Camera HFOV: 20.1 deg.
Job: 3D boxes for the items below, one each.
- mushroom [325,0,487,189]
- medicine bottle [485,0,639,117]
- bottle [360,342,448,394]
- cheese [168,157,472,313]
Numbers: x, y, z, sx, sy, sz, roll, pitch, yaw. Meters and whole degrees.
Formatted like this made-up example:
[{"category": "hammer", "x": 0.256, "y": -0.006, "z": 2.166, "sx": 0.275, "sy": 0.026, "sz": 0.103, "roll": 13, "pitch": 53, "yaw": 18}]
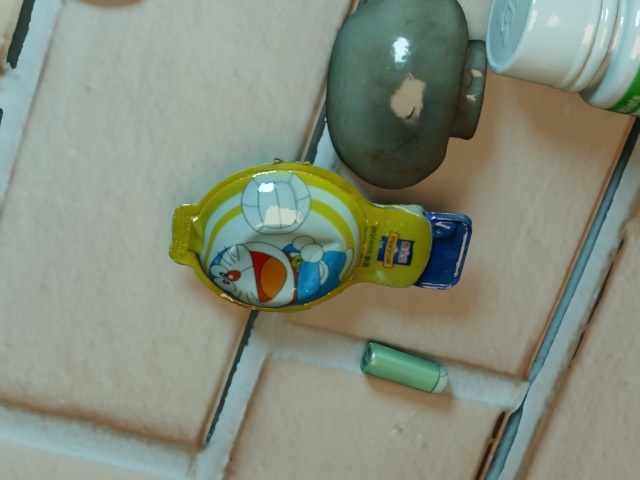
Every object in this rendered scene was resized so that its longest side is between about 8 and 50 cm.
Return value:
[{"category": "mushroom", "x": 0.075, "y": -0.125, "z": 1.591, "sx": 0.141, "sy": 0.117, "sz": 0.188, "roll": 8, "pitch": 115, "yaw": 0}, {"category": "medicine bottle", "x": 0.274, "y": -0.176, "z": 1.577, "sx": 0.237, "sy": 0.139, "sz": 0.139, "roll": 10, "pitch": 110, "yaw": -14}, {"category": "bottle", "x": 0.081, "y": 0.123, "z": 1.729, "sx": 0.083, "sy": 0.030, "sz": 0.030, "roll": 19, "pitch": 108, "yaw": -17}, {"category": "cheese", "x": 0.000, "y": 0.000, "z": 1.631, "sx": 0.270, "sy": 0.069, "sz": 0.177, "roll": 3, "pitch": 128, "yaw": -9}]
